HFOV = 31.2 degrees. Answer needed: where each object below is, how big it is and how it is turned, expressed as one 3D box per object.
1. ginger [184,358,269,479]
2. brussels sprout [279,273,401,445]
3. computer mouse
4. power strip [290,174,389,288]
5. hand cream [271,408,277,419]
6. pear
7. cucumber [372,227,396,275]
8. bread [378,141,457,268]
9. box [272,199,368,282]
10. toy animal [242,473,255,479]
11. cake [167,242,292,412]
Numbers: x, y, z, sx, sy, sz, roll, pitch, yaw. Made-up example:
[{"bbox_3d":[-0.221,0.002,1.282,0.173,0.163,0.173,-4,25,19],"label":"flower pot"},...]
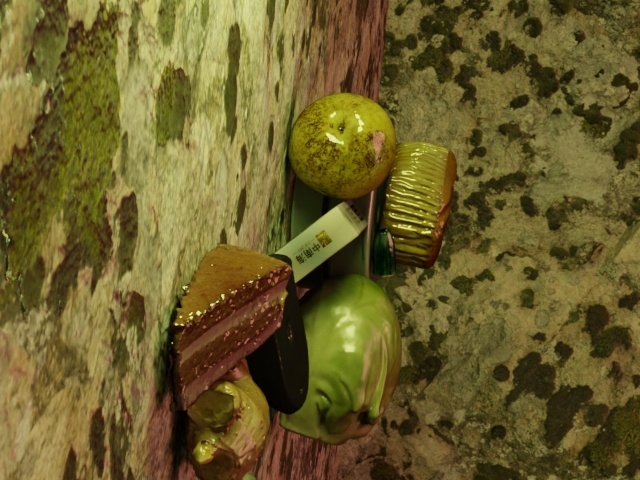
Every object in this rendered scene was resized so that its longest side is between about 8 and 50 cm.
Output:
[{"bbox_3d":[-0.117,0.224,1.417,0.216,0.102,0.157,-64,153,-71],"label":"ginger"},{"bbox_3d":[0.031,0.216,2.146,0.328,0.247,0.327,12,90,-69],"label":"brussels sprout"},{"bbox_3d":[-0.082,0.144,1.731,0.137,0.086,0.269,-66,152,-55],"label":"computer mouse"},{"bbox_3d":[0.041,-0.070,2.304,0.357,0.162,0.357,6,90,-82],"label":"power strip"},{"bbox_3d":[-0.083,0.309,2.194,0.093,0.019,0.030,-52,149,-66],"label":"hand cream"},{"bbox_3d":[0.042,-0.168,2.041,0.197,0.197,0.197,5,90,-84],"label":"pear"},{"bbox_3d":[0.120,0.020,2.189,0.048,0.048,0.105,-76,164,-54],"label":"cucumber"},{"bbox_3d":[0.196,-0.074,2.320,0.253,0.143,0.227,-77,176,-51],"label":"bread"},{"bbox_3d":[0.000,0.000,2.028,0.067,0.155,0.243,52,7,0],"label":"box"},{"bbox_3d":[-0.127,0.373,1.693,0.079,0.070,0.253,-50,-171,4],"label":"toy animal"},{"bbox_3d":[-0.115,0.097,1.370,0.295,0.113,0.115,-56,149,-65],"label":"cake"}]
